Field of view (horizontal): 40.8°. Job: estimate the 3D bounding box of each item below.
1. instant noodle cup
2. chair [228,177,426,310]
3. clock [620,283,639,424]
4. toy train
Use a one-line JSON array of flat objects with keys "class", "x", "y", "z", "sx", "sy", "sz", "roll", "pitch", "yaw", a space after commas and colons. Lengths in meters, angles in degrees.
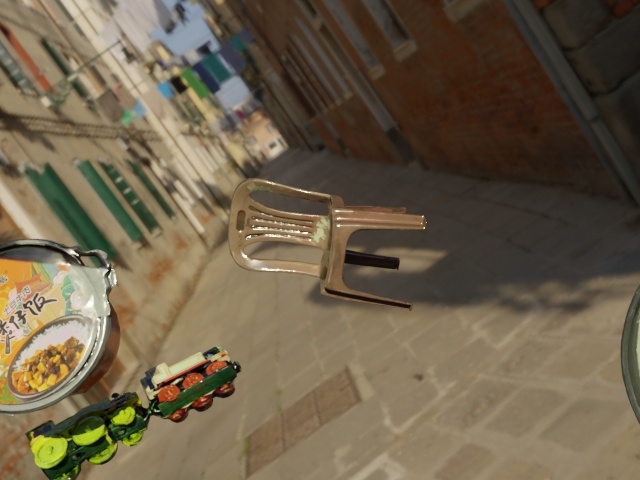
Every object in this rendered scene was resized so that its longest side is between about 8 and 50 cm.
[{"class": "instant noodle cup", "x": -0.291, "y": 0.097, "z": 0.912, "sx": 0.208, "sy": 0.178, "sz": 0.125, "roll": -24, "pitch": -16, "yaw": 0}, {"class": "chair", "x": 0.000, "y": 0.000, "z": 1.503, "sx": 0.326, "sy": 0.176, "sz": 0.183, "roll": 5, "pitch": 16, "yaw": -5}, {"class": "clock", "x": 0.534, "y": 0.143, "z": 0.978, "sx": 0.386, "sy": 0.386, "sz": 0.076, "roll": -30, "pitch": -9, "yaw": 40}, {"class": "toy train", "x": -0.208, "y": 0.193, "z": 0.986, "sx": 0.249, "sy": 0.053, "sz": 0.085, "roll": -26, "pitch": 37, "yaw": -14}]
